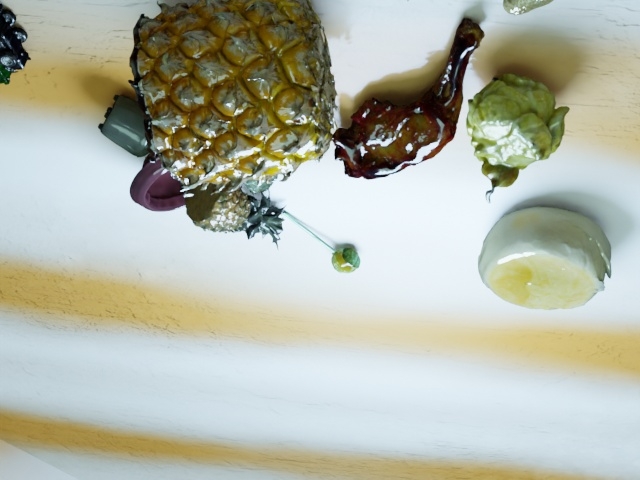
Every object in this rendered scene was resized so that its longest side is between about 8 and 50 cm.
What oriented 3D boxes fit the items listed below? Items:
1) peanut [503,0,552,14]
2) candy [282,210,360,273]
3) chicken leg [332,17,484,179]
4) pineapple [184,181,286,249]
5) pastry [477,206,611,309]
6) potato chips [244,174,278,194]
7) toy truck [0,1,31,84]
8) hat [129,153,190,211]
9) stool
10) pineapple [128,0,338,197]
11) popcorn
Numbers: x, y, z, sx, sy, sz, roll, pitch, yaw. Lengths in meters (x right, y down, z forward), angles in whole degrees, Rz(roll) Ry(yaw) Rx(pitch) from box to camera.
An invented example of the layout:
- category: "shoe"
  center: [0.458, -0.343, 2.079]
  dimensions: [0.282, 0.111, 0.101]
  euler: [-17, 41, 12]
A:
- category: "peanut"
  center: [0.337, -0.392, 1.763]
  dimensions: [0.113, 0.054, 0.054]
  euler: [-23, 131, 31]
- category: "candy"
  center: [0.000, 0.000, 2.326]
  dimensions: [0.202, 0.061, 0.061]
  euler: [38, 134, -19]
- category: "chicken leg"
  center: [0.172, -0.229, 1.972]
  dimensions: [0.158, 0.096, 0.407]
  euler: [42, 132, -8]
- category: "pineapple"
  center: [-0.153, -0.059, 2.190]
  dimensions: [0.125, 0.125, 0.251]
  euler: [-18, 158, 31]
- category: "pastry"
  center: [0.437, 0.039, 2.200]
  dimensions: [0.265, 0.133, 0.265]
  euler: [6, 142, 5]
- category: "potato chips"
  center: [-0.131, -0.195, 2.093]
  dimensions: [0.167, 0.059, 0.228]
  euler: [4, 127, -11]
- category: "toy truck"
  center: [-0.610, -0.388, 1.949]
  dimensions: [0.121, 0.088, 0.259]
  euler: [-6, 140, 19]
- category: "hat"
  center: [-0.281, -0.137, 2.160]
  dimensions: [0.205, 0.089, 0.205]
  euler: [-22, 156, -10]
- category: "stool"
  center: [-0.353, -0.215, 2.100]
  dimensions: [0.110, 0.096, 0.096]
  euler: [30, 138, -14]
- category: "pineapple"
  center: [-0.128, -0.251, 1.834]
  dimensions: [0.300, 0.352, 0.352]
  euler: [-9, 138, 7]
- category: "popcorn"
  center: [0.323, -0.186, 1.935]
  dimensions: [0.168, 0.173, 0.195]
  euler: [9, 148, -19]
